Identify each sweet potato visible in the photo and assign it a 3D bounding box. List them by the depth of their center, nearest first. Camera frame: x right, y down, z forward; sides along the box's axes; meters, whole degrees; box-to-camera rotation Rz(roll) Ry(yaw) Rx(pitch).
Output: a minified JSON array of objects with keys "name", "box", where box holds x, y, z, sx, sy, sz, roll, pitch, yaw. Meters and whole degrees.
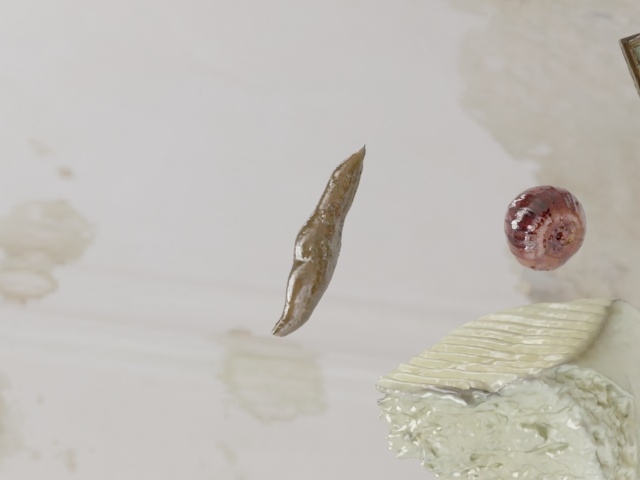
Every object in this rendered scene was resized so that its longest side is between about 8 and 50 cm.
[{"name":"sweet potato","box":[0.000,0.000,1.954,0.067,0.067,0.274,19,-98,16]}]

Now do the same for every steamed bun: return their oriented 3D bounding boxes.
[{"name":"steamed bun","box":[0.243,0.219,1.664,0.290,0.272,0.273,-2,-156,48]}]

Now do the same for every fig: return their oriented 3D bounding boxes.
[{"name":"fig","box":[0.322,-0.033,2.195,0.128,0.128,0.150,-8,-117,-18]}]

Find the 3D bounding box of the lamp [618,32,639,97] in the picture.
[{"name":"lamp","box":[0.485,-0.248,1.714,0.090,0.325,0.089,-20,-91,-31]}]
